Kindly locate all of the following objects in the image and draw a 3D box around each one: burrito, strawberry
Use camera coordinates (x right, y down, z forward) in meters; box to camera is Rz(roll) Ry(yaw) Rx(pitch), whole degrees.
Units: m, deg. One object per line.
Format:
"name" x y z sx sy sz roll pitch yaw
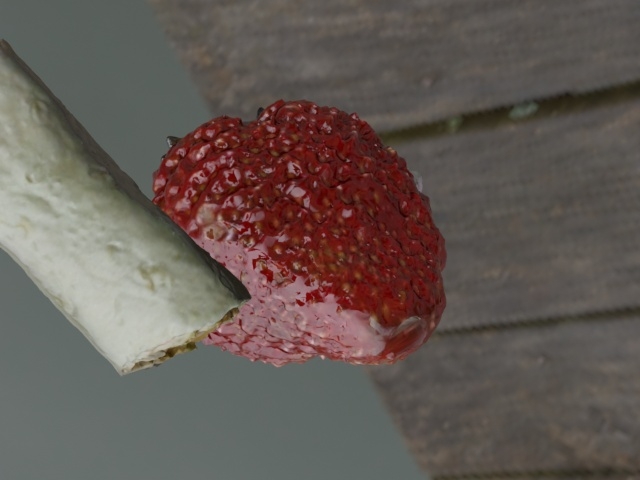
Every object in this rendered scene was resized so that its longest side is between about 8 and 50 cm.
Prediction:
"burrito" -0.166 -0.011 1.334 0.105 0.143 0.299 -40 110 11
"strawberry" -0.010 -0.007 1.638 0.257 0.261 0.261 -12 120 48

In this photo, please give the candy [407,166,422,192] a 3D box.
"candy" 0.000 0.000 1.980 0.137 0.185 0.195 29 116 24
